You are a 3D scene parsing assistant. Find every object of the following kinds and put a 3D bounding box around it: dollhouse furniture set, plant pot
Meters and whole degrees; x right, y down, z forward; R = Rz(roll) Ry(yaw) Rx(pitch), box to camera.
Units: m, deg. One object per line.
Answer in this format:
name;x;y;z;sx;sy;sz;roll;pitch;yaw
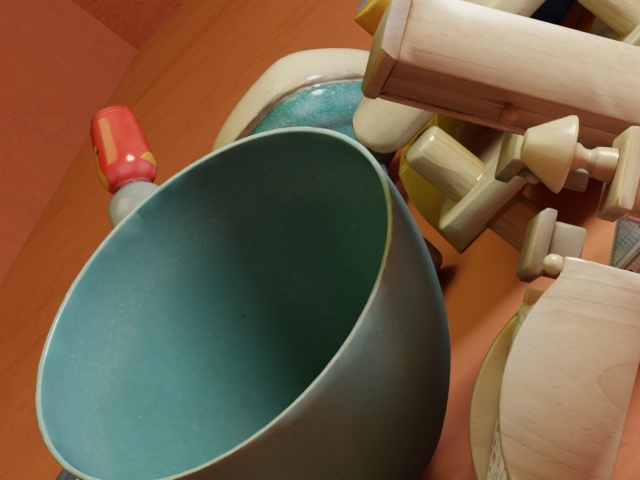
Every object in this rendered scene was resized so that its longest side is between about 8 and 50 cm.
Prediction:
dollhouse furniture set;0.078;0.050;1.144;0.303;0.173;0.356;117;168;-82
plant pot;-0.022;0.094;1.316;0.290;0.195;0.290;-25;40;23
plant pot;0.112;-0.058;1.597;0.081;0.083;0.081;-46;16;25

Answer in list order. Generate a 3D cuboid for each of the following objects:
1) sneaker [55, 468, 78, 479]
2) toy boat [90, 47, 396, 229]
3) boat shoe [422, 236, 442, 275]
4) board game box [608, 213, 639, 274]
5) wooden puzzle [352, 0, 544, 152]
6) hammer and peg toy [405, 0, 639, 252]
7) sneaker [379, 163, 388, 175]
sneaker;-0.239;0.319;1.778;0.350;0.131;0.148;-53;7;-19
toy boat;-0.067;-0.067;1.853;0.267;0.318;0.148;120;137;-52
boat shoe;-0.018;0.059;1.672;0.116;0.123;0.324;-63;15;-24
board game box;0.247;-0.048;1.201;0.194;0.060;0.194;-51;15;6
wooden puzzle;0.138;-0.262;1.496;0.322;0.080;0.348;-45;15;28
hammer and peg toy;0.224;-0.176;1.439;0.361;0.127;0.266;-46;14;27
sneaker;0.000;0.000;1.823;0.188;0.078;0.067;-49;15;9
